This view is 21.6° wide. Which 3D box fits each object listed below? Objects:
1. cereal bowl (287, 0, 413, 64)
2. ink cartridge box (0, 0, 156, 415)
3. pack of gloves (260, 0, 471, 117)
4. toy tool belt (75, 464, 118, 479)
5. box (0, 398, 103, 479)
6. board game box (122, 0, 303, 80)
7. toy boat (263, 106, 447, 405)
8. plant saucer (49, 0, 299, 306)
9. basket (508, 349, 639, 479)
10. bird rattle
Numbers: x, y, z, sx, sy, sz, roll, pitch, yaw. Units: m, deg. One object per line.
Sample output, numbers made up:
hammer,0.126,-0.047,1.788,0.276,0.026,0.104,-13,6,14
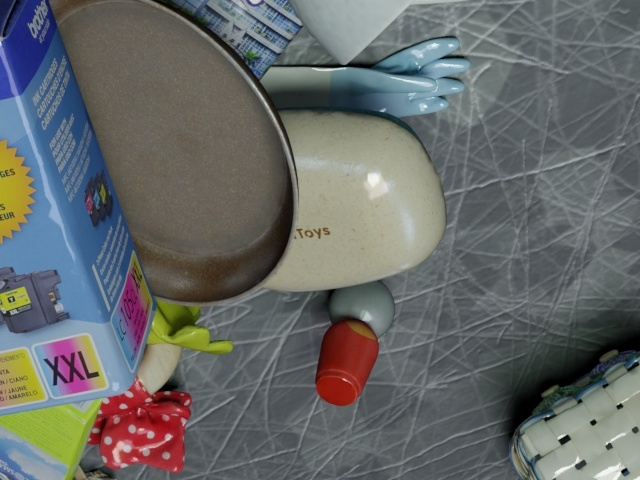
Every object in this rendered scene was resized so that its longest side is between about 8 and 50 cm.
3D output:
cereal bowl,0.084,-0.292,1.188,0.141,0.339,0.339,43,106,-6
ink cartridge box,-0.326,-0.049,1.376,0.270,0.151,0.395,-12,117,9
pack of gloves,0.033,-0.179,1.517,0.232,0.046,0.195,-10,127,-11
toy tool belt,-0.246,0.275,1.748,0.051,0.052,0.083,26,113,4
box,-0.277,0.178,1.612,0.109,0.042,0.178,32,140,4
board game box,-0.067,-0.253,1.413,0.194,0.060,0.194,33,108,-24
toy boat,0.000,0.000,1.571,0.267,0.148,0.318,-1,130,19
plant saucer,-0.145,-0.084,1.433,0.310,0.050,0.311,18,130,23
basket,0.338,0.233,1.819,0.254,0.201,0.289,-31,155,2
bird rattle,-0.198,0.102,1.622,0.207,0.143,0.253,20,129,-15
